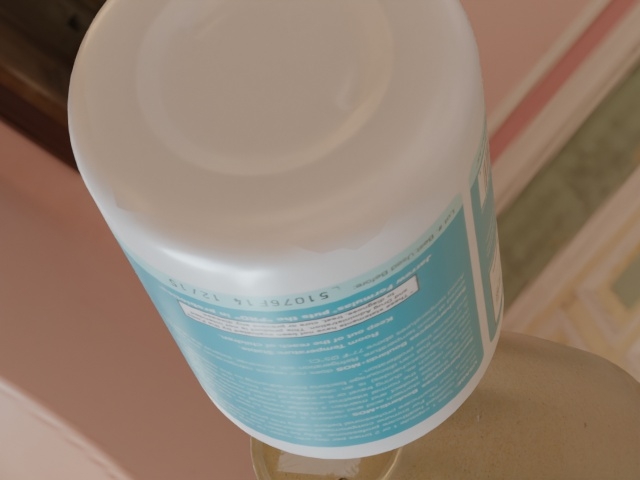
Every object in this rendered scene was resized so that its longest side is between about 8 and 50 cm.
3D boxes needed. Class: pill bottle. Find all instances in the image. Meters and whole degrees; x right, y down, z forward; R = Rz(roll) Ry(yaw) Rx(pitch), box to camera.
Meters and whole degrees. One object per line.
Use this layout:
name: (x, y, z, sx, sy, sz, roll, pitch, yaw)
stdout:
pill bottle: (0.000, 0.000, 0.628, 0.264, 0.146, 0.146, 73, 38, -61)

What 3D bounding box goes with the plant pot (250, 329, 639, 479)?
plant pot: (0.082, 0.162, 1.078, 0.256, 0.274, 0.256, -15, -117, 32)
